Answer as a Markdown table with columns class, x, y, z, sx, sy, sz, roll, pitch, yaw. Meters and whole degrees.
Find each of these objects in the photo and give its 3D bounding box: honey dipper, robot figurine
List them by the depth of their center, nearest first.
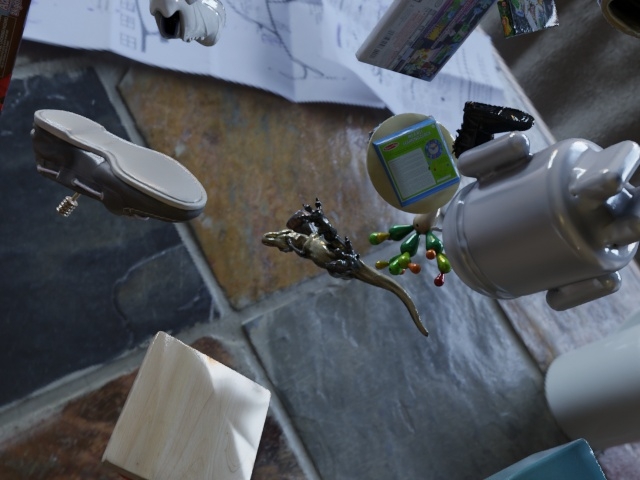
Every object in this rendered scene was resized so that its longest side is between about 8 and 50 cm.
| class | x | y | z | sx | sy | sz | roll | pitch | yaw |
| --- | --- | --- | --- | --- | --- | --- | --- | --- | --- |
| robot figurine | 0.328 | -0.024 | 1.021 | 0.200 | 0.353 | 0.300 | -37 | 98 | -38 |
| honey dipper | -0.514 | -0.119 | 1.472 | 0.030 | 0.030 | 0.161 | 42 | 98 | -1 |

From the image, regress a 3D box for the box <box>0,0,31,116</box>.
| class | x | y | z | sx | sy | sz | roll | pitch | yaw |
| --- | --- | --- | --- | --- | --- | --- | --- | --- | --- |
| box | -0.422 | -0.258 | 0.718 | 0.201 | 0.293 | 0.057 | 12 | 53 | -28 |

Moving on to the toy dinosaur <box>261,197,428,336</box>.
| class | x | y | z | sx | sy | sz | roll | pitch | yaw |
| --- | --- | --- | --- | --- | --- | --- | --- | --- | --- |
| toy dinosaur | 0.023 | 0.020 | 0.846 | 0.268 | 0.118 | 0.064 | 31 | 72 | 33 |

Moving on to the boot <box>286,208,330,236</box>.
| class | x | y | z | sx | sy | sz | roll | pitch | yaw |
| --- | --- | --- | --- | --- | --- | --- | --- | --- | --- |
| boot | 0.000 | 0.000 | 1.524 | 0.106 | 0.082 | 0.219 | 50 | 11 | 16 |

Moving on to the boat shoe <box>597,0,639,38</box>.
| class | x | y | z | sx | sy | sz | roll | pitch | yaw |
| --- | --- | --- | --- | --- | --- | --- | --- | --- | --- |
| boat shoe | 0.356 | -0.164 | 0.536 | 0.302 | 0.113 | 0.103 | 21 | 64 | 3 |

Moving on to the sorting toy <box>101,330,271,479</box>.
| class | x | y | z | sx | sy | sz | roll | pitch | yaw |
| --- | --- | --- | --- | --- | --- | --- | --- | --- | --- |
| sorting toy | -0.241 | 0.339 | 1.211 | 0.255 | 0.089 | 0.257 | 34 | 43 | -20 |

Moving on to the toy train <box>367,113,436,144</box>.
| class | x | y | z | sx | sy | sz | roll | pitch | yaw |
| --- | --- | --- | --- | --- | --- | --- | --- | --- | --- |
| toy train | 0.210 | -0.264 | 1.699 | 0.184 | 0.105 | 0.080 | -14 | 108 | 4 |

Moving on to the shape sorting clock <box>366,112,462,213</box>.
| class | x | y | z | sx | sy | sz | roll | pitch | yaw |
| --- | --- | --- | --- | --- | --- | --- | --- | --- | --- |
| shape sorting clock | 0.188 | -0.154 | 1.346 | 0.206 | 0.040 | 0.206 | 2 | 85 | -18 |

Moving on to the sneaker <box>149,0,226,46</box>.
| class | x | y | z | sx | sy | sz | roll | pitch | yaw |
| --- | --- | --- | --- | --- | --- | --- | --- | --- | --- |
| sneaker | -0.262 | -0.425 | 1.267 | 0.111 | 0.297 | 0.129 | 10 | 85 | 10 |

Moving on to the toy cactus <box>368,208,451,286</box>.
| class | x | y | z | sx | sy | sz | roll | pitch | yaw |
| --- | --- | --- | --- | --- | --- | --- | --- | --- | --- |
| toy cactus | 0.209 | 0.003 | 1.440 | 0.112 | 0.219 | 0.180 | 36 | 81 | -37 |

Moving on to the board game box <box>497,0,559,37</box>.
| class | x | y | z | sx | sy | sz | roll | pitch | yaw |
| --- | --- | --- | --- | --- | --- | --- | --- | --- | --- |
| board game box | 0.363 | -0.512 | 1.241 | 0.136 | 0.030 | 0.260 | -20 | 100 | -29 |

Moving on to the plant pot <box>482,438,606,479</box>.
| class | x | y | z | sx | sy | sz | roll | pitch | yaw |
| --- | --- | --- | --- | --- | --- | --- | --- | --- | --- |
| plant pot | 0.291 | 0.420 | 0.989 | 0.234 | 0.165 | 0.166 | -14 | 68 | -19 |

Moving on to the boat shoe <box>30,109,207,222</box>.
| class | x | y | z | sx | sy | sz | roll | pitch | yaw |
| --- | --- | --- | --- | --- | --- | --- | --- | --- | --- |
| boat shoe | -0.292 | -0.088 | 0.964 | 0.335 | 0.095 | 0.112 | 29 | 27 | 27 |

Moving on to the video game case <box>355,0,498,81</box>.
| class | x | y | z | sx | sy | sz | roll | pitch | yaw |
| --- | --- | --- | --- | --- | --- | --- | --- | --- | --- |
| video game case | 0.182 | -0.365 | 1.139 | 0.183 | 0.201 | 0.023 | 4 | 50 | -39 |

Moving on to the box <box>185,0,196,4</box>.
| class | x | y | z | sx | sy | sz | roll | pitch | yaw |
| --- | --- | --- | --- | --- | --- | --- | --- | --- | --- |
| box | -0.151 | -0.384 | 0.762 | 0.130 | 0.091 | 0.170 | -36 | 82 | -5 |

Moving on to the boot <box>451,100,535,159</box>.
| class | x | y | z | sx | sy | sz | roll | pitch | yaw |
| --- | --- | --- | --- | --- | --- | --- | --- | --- | --- |
| boot | 0.273 | -0.165 | 1.084 | 0.121 | 0.099 | 0.045 | 16 | 36 | 17 |
